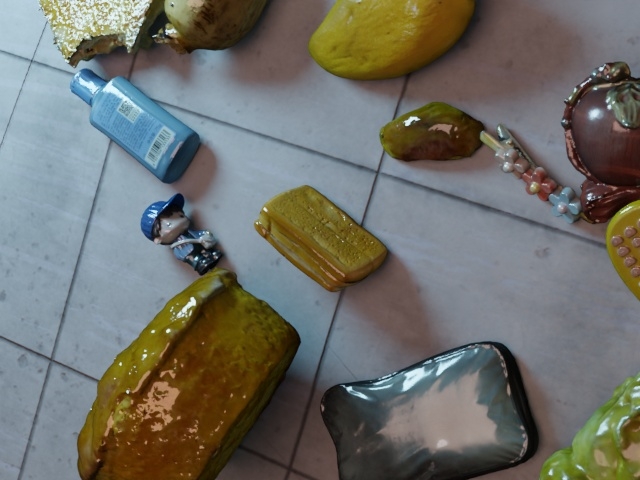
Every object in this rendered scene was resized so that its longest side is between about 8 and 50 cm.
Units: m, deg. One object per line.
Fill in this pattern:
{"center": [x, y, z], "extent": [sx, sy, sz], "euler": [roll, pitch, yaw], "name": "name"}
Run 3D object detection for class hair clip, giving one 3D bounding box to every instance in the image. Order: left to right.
{"center": [0.313, -0.091, 1.691], "extent": [0.056, 0.062, 0.214], "euler": [-34, 69, -23], "name": "hair clip"}

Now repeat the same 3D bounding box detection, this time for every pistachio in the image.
{"center": [0.163, -0.167, 1.766], "extent": [0.173, 0.049, 0.089], "euler": [-1, 88, 24], "name": "pistachio"}

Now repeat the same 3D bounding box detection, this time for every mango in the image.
{"center": [0.108, -0.337, 1.753], "extent": [0.317, 0.119, 0.176], "euler": [-25, 96, 36], "name": "mango"}

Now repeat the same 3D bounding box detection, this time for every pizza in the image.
{"center": [-0.358, -0.406, 1.987], "extent": [0.323, 0.089, 0.223], "euler": [-6, 81, 26], "name": "pizza"}

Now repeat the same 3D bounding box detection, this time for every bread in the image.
{"center": [-0.196, 0.223, 1.757], "extent": [0.215, 0.398, 0.398], "euler": [34, 103, 7], "name": "bread"}
{"center": [0.000, 0.000, 1.809], "extent": [0.200, 0.116, 0.077], "euler": [39, 129, 20], "name": "bread"}

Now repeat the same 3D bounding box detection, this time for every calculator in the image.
{"center": [0.491, 0.041, 1.585], "extent": [0.235, 0.032, 0.146], "euler": [46, 125, -7], "name": "calculator"}

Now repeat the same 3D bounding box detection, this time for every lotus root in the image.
{"center": [-0.161, -0.398, 1.860], "extent": [0.140, 0.154, 0.257], "euler": [40, 101, 26], "name": "lotus root"}

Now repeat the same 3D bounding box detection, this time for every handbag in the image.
{"center": [0.151, 0.279, 1.752], "extent": [0.332, 0.075, 0.191], "euler": [-20, 79, 19], "name": "handbag"}

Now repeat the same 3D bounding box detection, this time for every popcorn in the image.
{"center": [0.452, 0.312, 1.563], "extent": [0.225, 0.174, 0.286], "euler": [43, 107, 11], "name": "popcorn"}

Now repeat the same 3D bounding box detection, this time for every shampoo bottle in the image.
{"center": [-0.325, -0.208, 1.983], "extent": [0.258, 0.061, 0.104], "euler": [38, 105, 20], "name": "shampoo bottle"}

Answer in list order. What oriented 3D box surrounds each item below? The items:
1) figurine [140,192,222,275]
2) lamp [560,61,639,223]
{"center": [-0.231, -0.009, 1.938], "extent": [0.149, 0.086, 0.087], "euler": [44, 147, 7], "name": "figurine"}
{"center": [0.441, -0.136, 1.597], "extent": [0.215, 0.151, 0.223], "euler": [6, 131, 26], "name": "lamp"}
